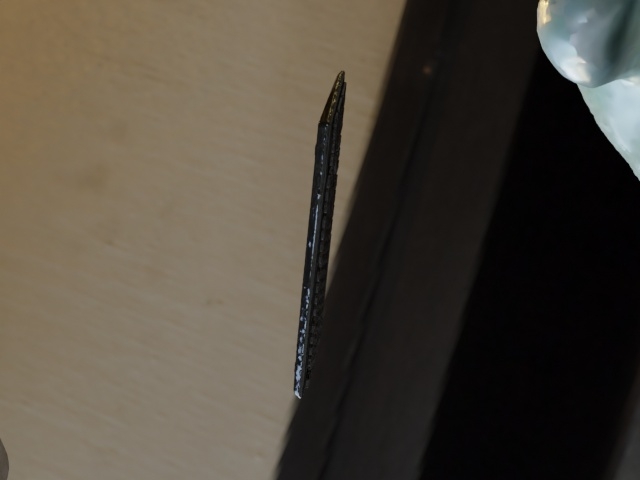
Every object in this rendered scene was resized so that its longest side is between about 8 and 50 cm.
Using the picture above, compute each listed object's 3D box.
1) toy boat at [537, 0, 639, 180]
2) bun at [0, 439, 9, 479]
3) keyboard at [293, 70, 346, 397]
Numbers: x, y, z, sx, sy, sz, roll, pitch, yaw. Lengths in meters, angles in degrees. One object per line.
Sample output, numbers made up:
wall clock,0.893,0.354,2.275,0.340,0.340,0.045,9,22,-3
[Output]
toy boat,0.116,-0.013,0.310,0.079,0.208,0.134,-34,-25,-23
bun,-0.241,0.130,0.860,0.175,0.263,0.263,-36,-41,-15
keyboard,0.000,0.000,1.068,0.067,0.011,0.202,-72,-10,-55
